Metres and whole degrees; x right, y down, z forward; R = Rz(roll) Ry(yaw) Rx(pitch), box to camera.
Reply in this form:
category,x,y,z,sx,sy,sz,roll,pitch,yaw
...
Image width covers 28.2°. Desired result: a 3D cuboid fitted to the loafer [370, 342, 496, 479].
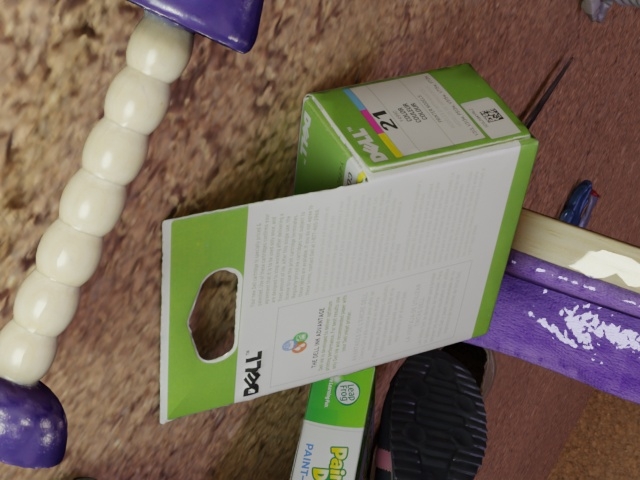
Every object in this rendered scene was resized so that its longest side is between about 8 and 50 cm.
category,x,y,z,sx,sy,sz,roll,pitch,yaw
loafer,0.115,0.204,1.379,0.092,0.102,0.268,79,31,-57

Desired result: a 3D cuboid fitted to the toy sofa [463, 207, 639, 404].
category,x,y,z,sx,sy,sz,roll,pitch,yaw
toy sofa,0.214,0.046,1.035,0.150,0.362,0.177,-6,115,-68

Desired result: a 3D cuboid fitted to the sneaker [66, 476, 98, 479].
category,x,y,z,sx,sy,sz,roll,pitch,yaw
sneaker,-0.106,0.230,0.799,0.107,0.124,0.283,-61,160,-10

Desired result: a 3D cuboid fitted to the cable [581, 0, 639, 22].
category,x,y,z,sx,sy,sz,roll,pitch,yaw
cable,0.363,-0.362,1.312,0.257,0.089,0.257,-59,160,-14

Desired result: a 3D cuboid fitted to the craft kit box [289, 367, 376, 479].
category,x,y,z,sx,sy,sz,roll,pitch,yaw
craft kit box,0.001,0.256,1.061,0.250,0.061,0.246,86,12,-64

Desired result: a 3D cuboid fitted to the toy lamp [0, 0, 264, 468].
category,x,y,z,sx,sy,sz,roll,pitch,yaw
toy lamp,-0.096,-0.034,0.574,0.274,0.080,0.080,-67,160,4

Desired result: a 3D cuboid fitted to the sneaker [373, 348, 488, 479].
category,x,y,z,sx,sy,sz,roll,pitch,yaw
sneaker,0.080,0.250,1.191,0.131,0.112,0.319,-53,-161,45

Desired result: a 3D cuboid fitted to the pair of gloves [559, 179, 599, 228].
category,x,y,z,sx,sy,sz,roll,pitch,yaw
pair of gloves,0.357,-0.009,1.832,0.159,0.023,0.198,-67,161,4

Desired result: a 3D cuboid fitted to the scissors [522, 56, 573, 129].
category,x,y,z,sx,sy,sz,roll,pitch,yaw
scissors,0.193,-0.085,1.335,0.297,0.021,0.109,-48,152,-41

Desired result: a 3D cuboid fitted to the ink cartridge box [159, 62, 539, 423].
category,x,y,z,sx,sy,sz,roll,pitch,yaw
ink cartridge box,0.000,0.000,0.858,0.255,0.097,0.189,-13,136,-21
